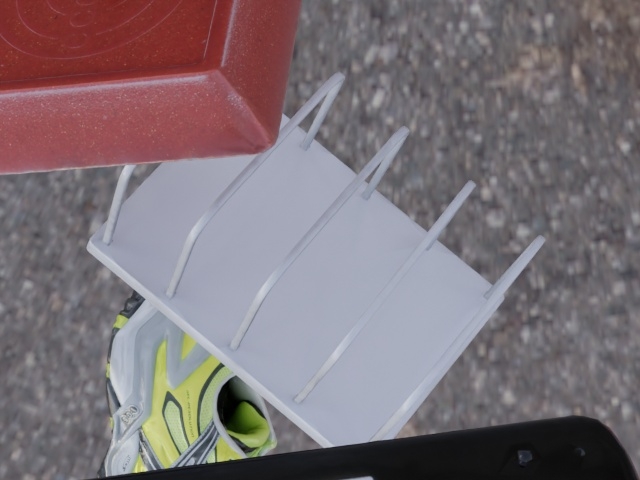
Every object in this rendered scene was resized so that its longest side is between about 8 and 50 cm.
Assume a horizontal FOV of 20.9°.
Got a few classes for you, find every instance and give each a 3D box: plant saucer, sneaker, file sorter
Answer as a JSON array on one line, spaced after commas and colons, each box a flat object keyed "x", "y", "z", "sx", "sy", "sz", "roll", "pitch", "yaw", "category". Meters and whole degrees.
[{"x": -0.141, "y": -0.158, "z": 1.118, "sx": 0.259, "sy": 0.258, "sz": 0.047, "roll": -4, "pitch": 142, "yaw": 16, "category": "plant saucer"}, {"x": -0.128, "y": 0.220, "z": 1.696, "sx": 0.147, "sy": 0.145, "sz": 0.384, "roll": 17, "pitch": 124, "yaw": 20, "category": "sneaker"}, {"x": 0.000, "y": 0.000, "z": 1.299, "sx": 0.278, "sy": 0.193, "sz": 0.173, "roll": 40, "pitch": 156, "yaw": 3, "category": "file sorter"}]

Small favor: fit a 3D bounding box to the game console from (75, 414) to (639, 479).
[{"x": 0.006, "y": 0.249, "z": 0.745, "sx": 0.387, "sy": 0.342, "sz": 0.060, "roll": -5, "pitch": 145, "yaw": -18, "category": "game console"}]
